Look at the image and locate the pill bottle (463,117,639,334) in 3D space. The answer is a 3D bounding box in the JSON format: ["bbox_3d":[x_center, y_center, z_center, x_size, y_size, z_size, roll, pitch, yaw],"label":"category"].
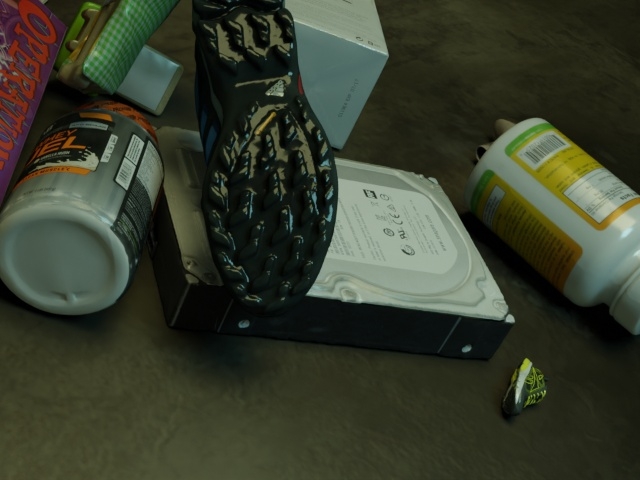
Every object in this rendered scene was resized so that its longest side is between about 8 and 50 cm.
[{"bbox_3d":[0.289,-0.013,1.230,0.136,0.136,0.246,-15,51,-46],"label":"pill bottle"}]

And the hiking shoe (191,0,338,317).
[{"bbox_3d":[-0.049,-0.075,0.958,0.113,0.132,0.304,-3,72,-6],"label":"hiking shoe"}]

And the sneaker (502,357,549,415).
[{"bbox_3d":[0.197,0.141,1.046,0.035,0.031,0.083,31,33,5],"label":"sneaker"}]

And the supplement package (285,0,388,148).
[{"bbox_3d":[-0.018,-0.244,1.336,0.134,0.139,0.244,17,33,-17],"label":"supplement package"}]

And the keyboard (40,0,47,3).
[{"bbox_3d":[-0.439,-0.318,1.263,0.256,0.014,0.072,23,38,-5],"label":"keyboard"}]

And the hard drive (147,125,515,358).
[{"bbox_3d":[0.000,0.000,1.078,0.339,0.064,0.237,8,37,-25],"label":"hard drive"}]

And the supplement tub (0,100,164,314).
[{"bbox_3d":[-0.197,-0.035,0.937,0.117,0.117,0.190,20,33,-11],"label":"supplement tub"}]

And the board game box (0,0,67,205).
[{"bbox_3d":[-0.336,-0.164,0.957,0.208,0.056,0.346,49,24,-32],"label":"board game box"}]

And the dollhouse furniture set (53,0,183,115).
[{"bbox_3d":[-0.136,-0.203,1.046,0.151,0.197,0.301,28,0,-20],"label":"dollhouse furniture set"}]

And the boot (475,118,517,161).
[{"bbox_3d":[0.233,-0.116,1.425,0.087,0.042,0.118,-5,43,-36],"label":"boot"}]
